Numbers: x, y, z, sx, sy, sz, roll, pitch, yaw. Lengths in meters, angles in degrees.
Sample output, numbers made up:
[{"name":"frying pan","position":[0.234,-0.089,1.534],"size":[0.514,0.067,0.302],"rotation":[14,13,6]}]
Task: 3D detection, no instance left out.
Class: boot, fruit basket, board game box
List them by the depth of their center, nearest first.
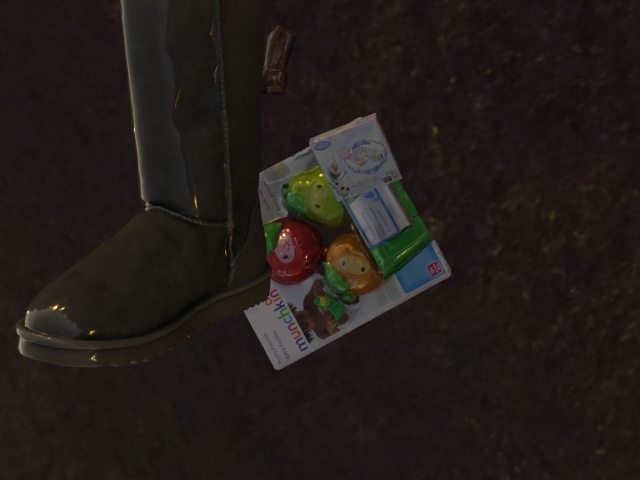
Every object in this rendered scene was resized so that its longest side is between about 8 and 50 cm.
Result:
[{"name":"boot","position":[-0.083,-0.056,0.535],"size":[0.076,0.190,0.208],"rotation":[12,110,25]},{"name":"board game box","position":[0.045,-0.103,1.320],"size":[0.090,0.020,0.090],"rotation":[-19,118,14]},{"name":"boot","position":[-0.093,-0.301,1.759],"size":[0.106,0.037,0.114],"rotation":[6,86,24]},{"name":"fruit basket","position":[0.000,0.000,1.828],"size":[0.327,0.353,0.165],"rotation":[62,174,9]}]
